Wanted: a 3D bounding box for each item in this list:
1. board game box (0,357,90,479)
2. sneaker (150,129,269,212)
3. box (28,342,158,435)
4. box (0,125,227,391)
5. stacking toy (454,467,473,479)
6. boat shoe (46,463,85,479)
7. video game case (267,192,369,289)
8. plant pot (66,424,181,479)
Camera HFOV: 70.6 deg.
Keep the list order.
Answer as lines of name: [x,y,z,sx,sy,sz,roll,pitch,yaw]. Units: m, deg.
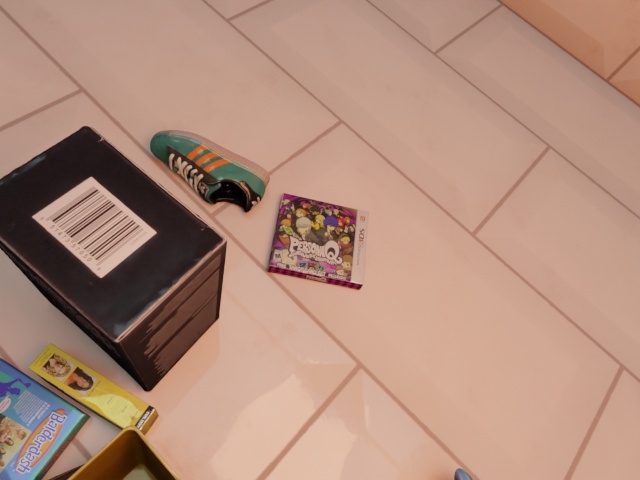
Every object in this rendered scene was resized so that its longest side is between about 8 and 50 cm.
board game box: [-0.556,0.329,0.806,0.210,0.047,0.160,32,61,4]
sneaker: [-0.280,-0.165,1.093,0.301,0.108,0.121,21,56,-4]
box: [-0.418,0.284,0.843,0.232,0.087,0.058,30,58,4]
box: [-0.347,0.061,0.795,0.293,0.395,0.212,39,60,7]
stacking toy: [0.173,0.564,0.823,0.301,0.175,0.166,-20,32,-3]
boat shoe: [-0.476,0.415,0.702,0.095,0.095,0.257,36,19,18]
video game case: [0.000,0.000,1.115,0.231,0.042,0.211,13,60,-7]
plant pot: [-0.310,0.458,0.720,0.212,0.187,0.212,44,62,10]
